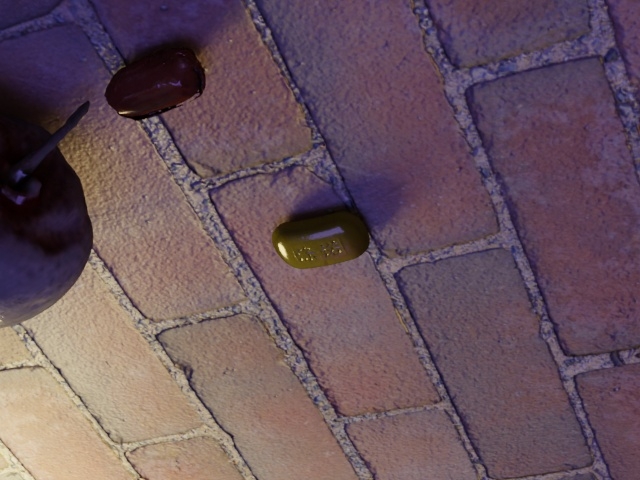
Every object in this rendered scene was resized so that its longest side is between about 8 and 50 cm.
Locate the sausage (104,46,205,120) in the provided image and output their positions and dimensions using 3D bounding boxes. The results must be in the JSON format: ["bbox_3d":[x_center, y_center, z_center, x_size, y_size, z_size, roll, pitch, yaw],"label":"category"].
[{"bbox_3d":[-0.210,-0.201,1.672,0.141,0.076,0.076,-18,130,25],"label":"sausage"}]

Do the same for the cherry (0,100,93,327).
[{"bbox_3d":[-0.467,-0.021,1.745,0.326,0.291,0.335,22,142,-3],"label":"cherry"}]

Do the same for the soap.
[{"bbox_3d":[0.000,0.001,1.864,0.140,0.045,0.089,-12,136,18],"label":"soap"}]
